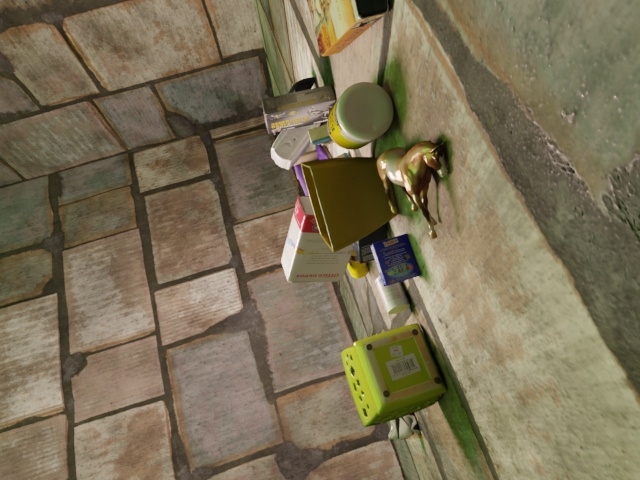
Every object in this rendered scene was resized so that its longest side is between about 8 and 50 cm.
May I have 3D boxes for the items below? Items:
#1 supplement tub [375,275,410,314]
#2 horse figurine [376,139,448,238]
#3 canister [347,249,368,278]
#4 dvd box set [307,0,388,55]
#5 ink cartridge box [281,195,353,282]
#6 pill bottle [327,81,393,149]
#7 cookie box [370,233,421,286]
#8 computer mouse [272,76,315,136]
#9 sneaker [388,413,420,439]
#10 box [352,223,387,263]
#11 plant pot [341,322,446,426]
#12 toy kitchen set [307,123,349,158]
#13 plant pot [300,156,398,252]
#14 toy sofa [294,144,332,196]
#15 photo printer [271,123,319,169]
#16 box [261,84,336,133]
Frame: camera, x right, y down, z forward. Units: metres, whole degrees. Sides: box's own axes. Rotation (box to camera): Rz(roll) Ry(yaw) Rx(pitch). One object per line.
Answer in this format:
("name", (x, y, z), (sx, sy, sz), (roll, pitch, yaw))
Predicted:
("supplement tub", (0.207, 0.151, 1.271), (0.071, 0.071, 0.107), (82, 171, -62))
("horse figurine", (0.165, -0.116, 0.839), (0.263, 0.066, 0.174), (-123, 11, -66))
("canister", (0.135, 0.047, 1.728), (0.126, 0.074, 0.169), (-113, 9, -47))
("dvd box set", (0.021, -0.570, 0.903), (0.420, 0.062, 0.307), (-121, 15, -72))
("ink cartridge box", (0.000, 0.000, 1.594), (0.131, 0.226, 0.306), (-113, 32, -45))
("pill bottle", (0.079, -0.265, 0.971), (0.215, 0.117, 0.117), (-145, 38, -82))
("cookie box", (0.182, 0.048, 1.069), (0.040, 0.092, 0.107), (114, 139, -78))
("computer mouse", (-0.118, -0.501, 1.621), (0.060, 0.262, 0.184), (35, -161, -6))
("sneaker", (0.276, 0.631, 1.770), (0.122, 0.146, 0.330), (82, 171, -70))
("box", (0.131, -0.044, 1.321), (0.158, 0.093, 0.155), (80, 172, -48))
("plant pot", (0.203, 0.365, 1.219), (0.207, 0.229, 0.227), (99, 155, -63))
("toy kitchen set", (0.064, -0.275, 1.364), (0.207, 0.122, 0.165), (-40, -66, -73))
("plant pot", (0.077, -0.115, 1.119), (0.212, 0.187, 0.212), (-124, 19, -75))
("toy sofa", (-0.011, -0.263, 1.838), (0.362, 0.150, 0.177), (-112, 6, -47))
("photo printer", (-0.096, -0.414, 1.774), (0.107, 0.256, 0.307), (35, 180, -6))
("box", (-0.072, -0.431, 1.459), (0.183, 0.231, 0.056), (132, 124, -84))
